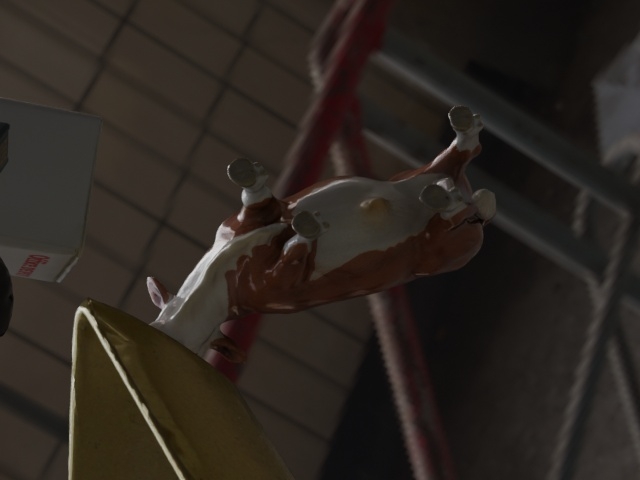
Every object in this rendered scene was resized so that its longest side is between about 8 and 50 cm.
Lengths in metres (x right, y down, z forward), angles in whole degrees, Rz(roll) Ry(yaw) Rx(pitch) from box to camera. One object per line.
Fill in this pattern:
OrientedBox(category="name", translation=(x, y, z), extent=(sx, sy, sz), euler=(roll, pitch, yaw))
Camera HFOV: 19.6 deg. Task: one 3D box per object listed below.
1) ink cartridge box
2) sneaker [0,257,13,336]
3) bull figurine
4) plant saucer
OrientedBox(category="ink cartridge box", translation=(-0.250, -0.039, 1.133), extent=(0.154, 0.212, 0.093), euler=(151, 129, -75))
OrientedBox(category="sneaker", translation=(-0.183, 0.011, 0.541), extent=(0.077, 0.178, 0.072), euler=(-116, 31, -57))
OrientedBox(category="bull figurine", translation=(0.000, 0.000, 1.434), extent=(0.310, 0.101, 0.188), euler=(-19, -21, -19))
OrientedBox(category="plant saucer", translation=(-0.043, 0.243, 1.012), extent=(0.333, 0.081, 0.333), euler=(54, 147, 40))
